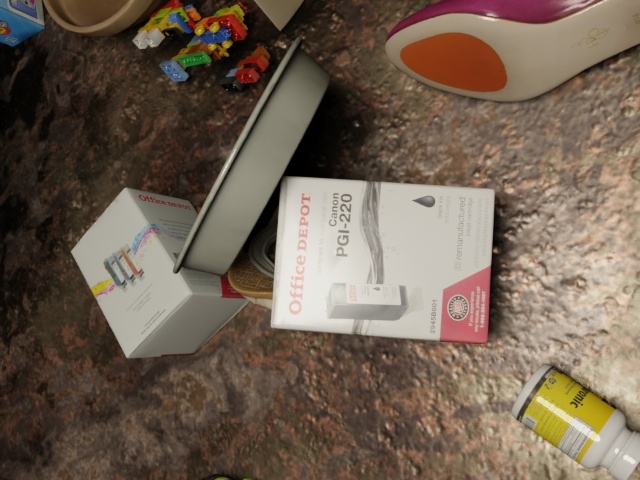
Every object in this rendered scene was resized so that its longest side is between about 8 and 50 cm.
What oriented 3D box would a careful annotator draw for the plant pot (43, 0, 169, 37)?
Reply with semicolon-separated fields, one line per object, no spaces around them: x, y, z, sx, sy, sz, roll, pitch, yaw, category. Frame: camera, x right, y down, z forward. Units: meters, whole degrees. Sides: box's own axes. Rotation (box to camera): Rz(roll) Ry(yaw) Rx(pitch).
-0.281;-0.396;0.997;0.237;0.109;0.238;-4;82;28;plant pot

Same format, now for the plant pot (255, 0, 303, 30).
-0.062;-0.355;0.878;0.096;0.109;0.109;-40;67;6;plant pot

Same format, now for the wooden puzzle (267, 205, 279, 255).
-0.039;0.002;0.874;0.078;0.014;0.116;39;104;22;wooden puzzle

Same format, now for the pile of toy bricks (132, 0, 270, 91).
-0.139;-0.275;0.923;0.212;0.118;0.105;10;61;45;pile of toy bricks

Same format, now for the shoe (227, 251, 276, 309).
-0.002;0.061;0.823;0.218;0.058;0.077;13;66;18;shoe

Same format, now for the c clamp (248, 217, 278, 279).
0.000;0.000;0.809;0.160;0.022;0.137;-32;54;-11;c clamp

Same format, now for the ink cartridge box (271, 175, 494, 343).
0.063;0.020;0.724;0.217;0.092;0.159;3;85;6;ink cartridge box

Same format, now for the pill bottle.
0.248;0.175;0.665;0.116;0.065;0.065;34;101;27;pill bottle

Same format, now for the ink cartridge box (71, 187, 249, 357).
-0.206;0.042;0.897;0.127;0.128;0.176;-43;65;19;ink cartridge box

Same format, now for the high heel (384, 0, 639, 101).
0.252;-0.247;0.710;0.377;0.127;0.181;7;60;34;high heel

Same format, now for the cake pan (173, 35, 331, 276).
-0.072;-0.082;0.774;0.054;0.293;0.293;29;101;-8;cake pan

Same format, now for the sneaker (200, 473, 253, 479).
-0.124;0.402;0.838;0.097;0.084;0.235;8;88;28;sneaker

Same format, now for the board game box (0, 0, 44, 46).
-0.590;-0.499;1.071;0.086;0.302;0.309;-18;76;27;board game box
